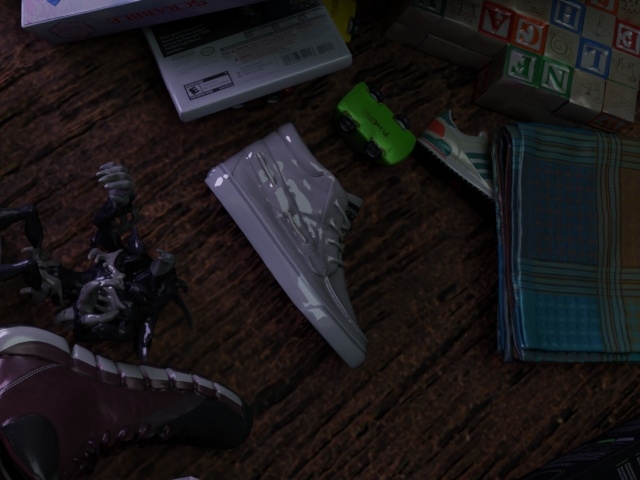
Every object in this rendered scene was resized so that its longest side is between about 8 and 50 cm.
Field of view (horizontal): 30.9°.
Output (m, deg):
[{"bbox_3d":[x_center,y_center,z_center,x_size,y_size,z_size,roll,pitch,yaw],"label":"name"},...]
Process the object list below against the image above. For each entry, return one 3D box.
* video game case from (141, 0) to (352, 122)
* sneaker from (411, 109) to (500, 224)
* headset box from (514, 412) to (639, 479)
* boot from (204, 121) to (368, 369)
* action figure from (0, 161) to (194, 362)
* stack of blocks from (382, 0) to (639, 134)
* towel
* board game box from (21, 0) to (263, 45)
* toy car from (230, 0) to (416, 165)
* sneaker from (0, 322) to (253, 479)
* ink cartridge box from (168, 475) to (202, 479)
[{"bbox_3d":[-0.086,-0.222,1.230,0.190,0.022,0.173,-20,60,-10],"label":"video game case"},{"bbox_3d":[0.184,-0.085,1.327,0.161,0.057,0.075,39,74,-4],"label":"sneaker"},{"bbox_3d":[0.353,0.334,1.246,0.283,0.131,0.246,-21,85,-23],"label":"headset box"},{"bbox_3d":[0.000,0.000,1.209,0.123,0.095,0.258,-36,89,-3],"label":"boot"},{"bbox_3d":[-0.224,0.021,1.093,0.275,0.141,0.164,13,54,-31],"label":"action figure"},{"bbox_3d":[0.230,-0.245,1.364,0.297,0.087,0.171,18,71,-14],"label":"stack of blocks"},{"bbox_3d":[0.362,0.008,1.345,0.370,0.040,0.271,3,80,-27],"label":"towel"},{"bbox_3d":[-0.156,-0.384,1.182,0.318,0.066,0.319,-7,77,17],"label":"board game box"},{"bbox_3d":[0.011,-0.168,1.289,0.225,0.053,0.239,46,68,-4],"label":"toy car"},{"bbox_3d":[-0.197,0.193,1.066,0.281,0.106,0.162,19,49,-23],"label":"sneaker"},{"bbox_3d":[-0.054,0.362,1.060,0.270,0.197,0.198,26,70,-12],"label":"ink cartridge box"}]
